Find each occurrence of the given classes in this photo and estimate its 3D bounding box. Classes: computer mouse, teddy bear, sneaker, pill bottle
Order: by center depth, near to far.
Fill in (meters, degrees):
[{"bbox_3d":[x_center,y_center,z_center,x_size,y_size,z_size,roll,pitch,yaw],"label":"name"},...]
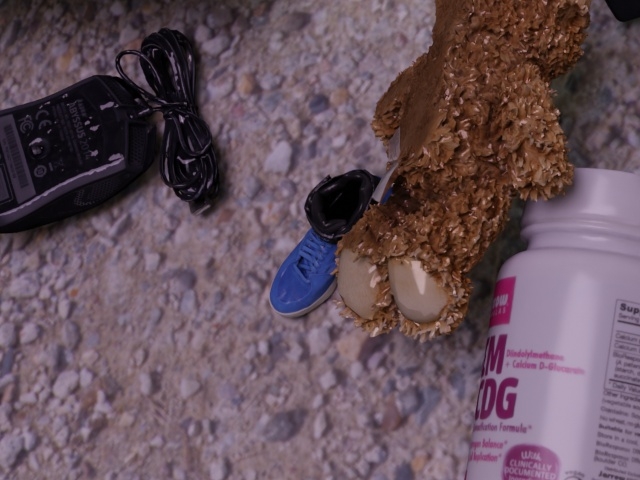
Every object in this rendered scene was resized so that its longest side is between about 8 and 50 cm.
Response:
[{"bbox_3d":[0.204,0.098,1.224,0.160,0.160,0.283,5,77,25],"label":"pill bottle"},{"bbox_3d":[0.117,-0.073,1.252,0.245,0.113,0.338,-32,38,57],"label":"teddy bear"},{"bbox_3d":[-0.001,-0.001,1.383,0.152,0.084,0.058,-44,63,7],"label":"sneaker"},{"bbox_3d":[-0.230,-0.076,1.520,0.272,0.072,0.188,-18,67,5],"label":"computer mouse"}]

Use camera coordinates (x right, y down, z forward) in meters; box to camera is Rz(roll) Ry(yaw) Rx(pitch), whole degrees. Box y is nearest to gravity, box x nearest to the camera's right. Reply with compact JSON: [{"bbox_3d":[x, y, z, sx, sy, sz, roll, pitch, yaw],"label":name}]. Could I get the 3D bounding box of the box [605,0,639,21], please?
[{"bbox_3d":[0.357,-0.427,1.120,0.472,0.480,0.297,-15,68,19],"label":"box"}]
